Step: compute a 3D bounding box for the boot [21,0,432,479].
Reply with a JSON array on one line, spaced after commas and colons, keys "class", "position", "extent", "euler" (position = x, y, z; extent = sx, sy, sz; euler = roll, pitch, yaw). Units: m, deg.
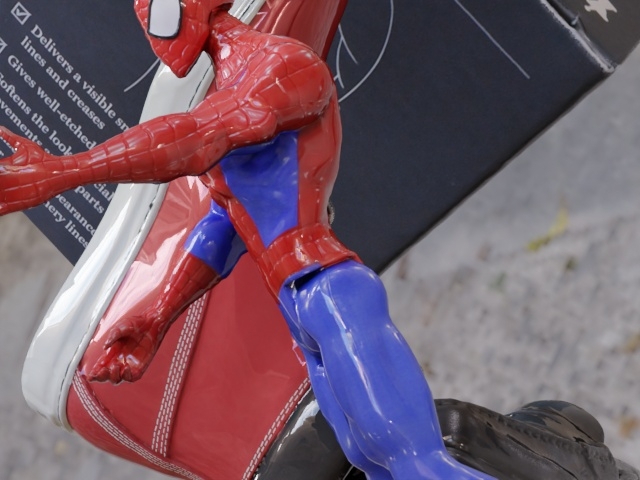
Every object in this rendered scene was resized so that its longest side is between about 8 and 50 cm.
[{"class": "boot", "position": [0.000, 0.000, 0.819], "extent": [0.176, 0.088, 0.244], "euler": [24, 90, 22]}]

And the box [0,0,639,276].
[{"class": "box", "position": [-0.011, -0.135, 1.194], "extent": [0.395, 0.293, 0.212], "euler": [-42, 2, 40]}]

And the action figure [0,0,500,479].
[{"class": "action figure", "position": [-0.024, 0.045, 0.615], "extent": [0.091, 0.139, 0.280], "euler": [125, 123, -76]}]

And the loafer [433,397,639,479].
[{"class": "loafer", "position": [0.084, 0.101, 0.788], "extent": [0.076, 0.223, 0.078], "euler": [-13, 63, 26]}]
